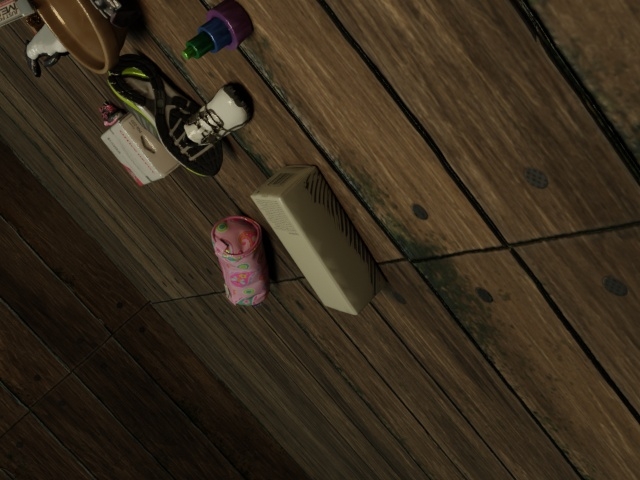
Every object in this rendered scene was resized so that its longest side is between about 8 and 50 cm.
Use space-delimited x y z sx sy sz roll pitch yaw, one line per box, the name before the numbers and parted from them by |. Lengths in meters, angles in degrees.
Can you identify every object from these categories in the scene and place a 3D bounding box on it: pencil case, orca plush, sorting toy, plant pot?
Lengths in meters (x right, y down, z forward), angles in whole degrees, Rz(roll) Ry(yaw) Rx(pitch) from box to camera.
pencil case | -0.189 0.057 1.603 0.124 0.124 0.284 38 156 20
orca plush | -0.548 -0.421 1.448 0.102 0.151 0.287 16 153 -41
sorting toy | -0.252 -0.405 0.923 0.365 0.126 0.127 54 157 -15
plant pot | -0.424 -0.431 1.203 0.237 0.110 0.237 37 156 20

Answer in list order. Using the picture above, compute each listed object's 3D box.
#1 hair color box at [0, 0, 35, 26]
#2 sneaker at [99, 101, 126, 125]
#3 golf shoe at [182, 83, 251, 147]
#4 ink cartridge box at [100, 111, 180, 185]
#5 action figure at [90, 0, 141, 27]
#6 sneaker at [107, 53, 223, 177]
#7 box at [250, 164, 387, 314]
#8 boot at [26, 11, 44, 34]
hair color box | -0.699 -0.489 1.354 0.374 0.185 0.114 43 161 58
sneaker | -0.525 -0.320 1.666 0.119 0.047 0.057 7 125 55
golf shoe | -0.189 -0.209 1.187 0.077 0.094 0.198 51 156 -8
ink cartridge box | -0.415 -0.223 1.565 0.158 0.092 0.218 53 159 -17
action figure | -0.382 -0.462 1.013 0.285 0.099 0.185 43 118 2
sneaker | -0.302 -0.242 1.344 0.300 0.111 0.121 49 168 8
box | 0.000 0.000 1.203 0.113 0.094 0.275 11 140 55
boot | -0.627 -0.470 1.576 0.158 0.059 0.085 44 162 28
